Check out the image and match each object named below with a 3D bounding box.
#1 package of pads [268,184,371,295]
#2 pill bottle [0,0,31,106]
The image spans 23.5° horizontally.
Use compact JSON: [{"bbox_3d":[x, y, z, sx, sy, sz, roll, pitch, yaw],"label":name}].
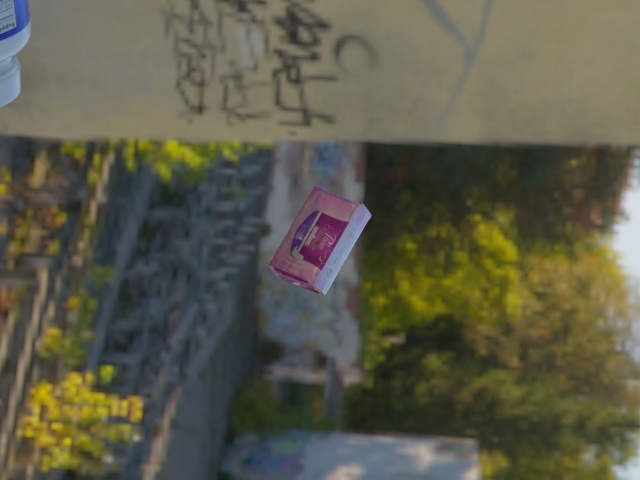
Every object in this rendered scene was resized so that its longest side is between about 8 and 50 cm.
[{"bbox_3d":[0.000,0.000,1.251,0.083,0.050,0.032,-60,152,-15],"label":"package of pads"},{"bbox_3d":[-0.421,-0.295,1.807,0.152,0.152,0.272,-79,171,-57],"label":"pill bottle"}]
